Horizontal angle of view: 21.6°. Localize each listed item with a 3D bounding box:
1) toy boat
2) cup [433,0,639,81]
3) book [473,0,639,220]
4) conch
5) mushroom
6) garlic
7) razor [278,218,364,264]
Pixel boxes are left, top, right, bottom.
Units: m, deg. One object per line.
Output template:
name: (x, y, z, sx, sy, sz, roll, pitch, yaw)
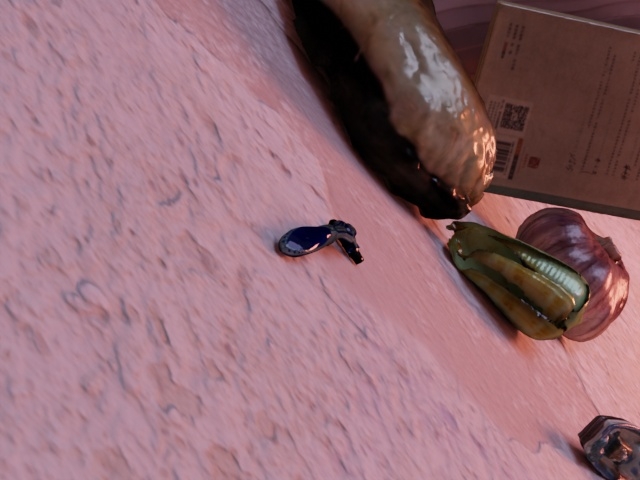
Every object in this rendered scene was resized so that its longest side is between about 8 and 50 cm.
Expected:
toy boat: (0.298, 0.210, 1.596, 0.140, 0.059, 0.066, 34, 12, -49)
cup: (0.246, -0.242, 1.964, 0.288, 0.273, 0.208, 85, 3, -57)
book: (0.291, -0.135, 1.833, 0.283, 0.215, 0.025, 11, 15, -19)
conch: (0.193, 0.043, 1.652, 0.170, 0.079, 0.106, 31, 17, -14)
mushroom: (0.088, -0.177, 1.712, 0.247, 0.130, 0.344, 35, 24, -33)
garlic: (0.277, 0.030, 1.829, 0.147, 0.102, 0.159, 42, 19, -26)
razor: (0.004, -0.003, 1.322, 0.044, 0.028, 0.154, 56, 17, 10)
